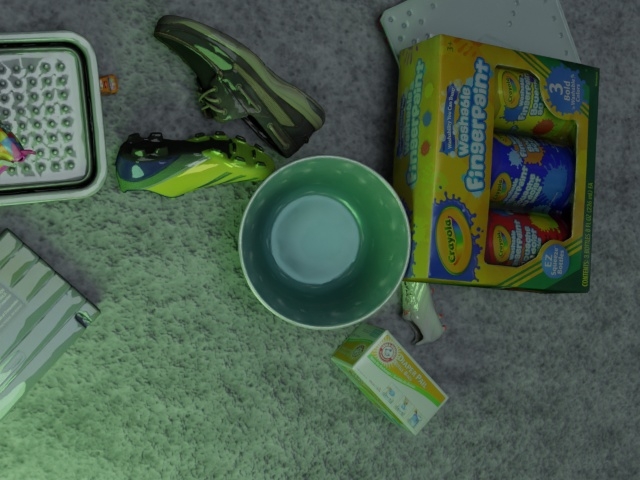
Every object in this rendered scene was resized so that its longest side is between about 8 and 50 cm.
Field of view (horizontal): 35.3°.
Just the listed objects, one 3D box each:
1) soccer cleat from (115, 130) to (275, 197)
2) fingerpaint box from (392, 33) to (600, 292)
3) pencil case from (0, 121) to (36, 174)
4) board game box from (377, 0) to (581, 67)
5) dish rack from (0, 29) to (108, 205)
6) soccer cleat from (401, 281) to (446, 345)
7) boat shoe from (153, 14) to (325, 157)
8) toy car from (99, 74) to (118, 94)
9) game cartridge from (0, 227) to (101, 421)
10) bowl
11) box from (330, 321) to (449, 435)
[{"bbox_3d":[-0.227,-0.128,1.822,0.289,0.093,0.121,1,128,-21],"label":"soccer cleat"},{"bbox_3d":[0.331,-0.131,1.909,0.371,0.163,0.444,7,85,-25],"label":"fingerpaint box"},{"bbox_3d":[-0.574,-0.102,1.588,0.236,0.104,0.104,-40,107,-7],"label":"pencil case"},{"bbox_3d":[0.344,-0.349,2.047,0.390,0.050,0.390,-28,104,-17],"label":"board game box"},{"bbox_3d":[-0.534,-0.200,1.679,0.333,0.072,0.285,-6,96,-15],"label":"dish rack"},{"bbox_3d":[0.190,0.120,2.017,0.076,0.068,0.196,-26,106,-15],"label":"soccer cleat"},{"bbox_3d":[-0.154,-0.270,1.809,0.355,0.132,0.130,33,84,-21],"label":"boat shoe"},{"bbox_3d":[-0.387,-0.235,1.765,0.060,0.040,0.122,7,91,-22],"label":"toy car"},{"bbox_3d":[-0.580,0.177,1.714,0.230,0.068,0.355,45,78,-15],"label":"game cartridge"},{"bbox_3d":[0.000,0.000,1.856,0.312,0.163,0.311,0,93,-7],"label":"bowl"},{"bbox_3d":[0.135,0.270,1.980,0.103,0.114,0.203,-46,108,-13],"label":"box"}]
